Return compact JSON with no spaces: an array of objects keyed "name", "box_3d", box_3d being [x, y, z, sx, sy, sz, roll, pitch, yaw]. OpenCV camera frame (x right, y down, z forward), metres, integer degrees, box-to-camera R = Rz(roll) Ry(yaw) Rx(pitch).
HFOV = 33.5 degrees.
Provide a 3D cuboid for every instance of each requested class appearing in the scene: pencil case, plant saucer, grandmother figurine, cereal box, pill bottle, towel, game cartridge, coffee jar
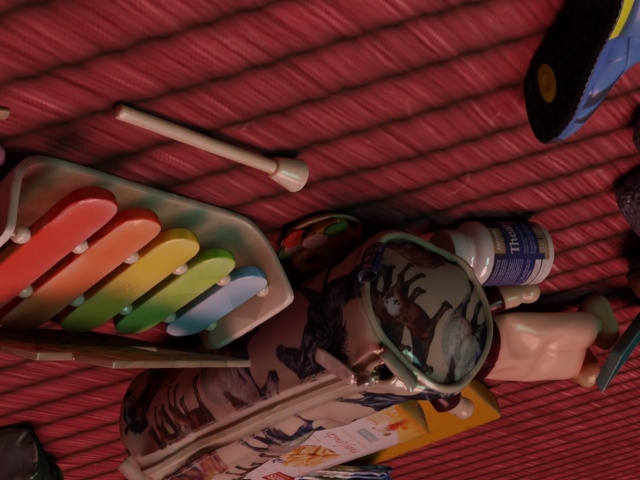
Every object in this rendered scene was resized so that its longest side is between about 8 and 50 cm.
[{"name":"pencil case","box_3d":[-0.034,0.139,1.061,0.410,0.160,0.183,-32,180,37]},{"name":"plant saucer","box_3d":[0.396,0.123,1.352,0.192,0.018,0.067,-35,148,-50]},{"name":"grandmother figurine","box_3d":[0.191,0.129,1.283,0.342,0.104,0.208,5,111,-29]},{"name":"cereal box","box_3d":[0.002,0.246,1.359,0.240,0.047,0.173,-22,150,12]},{"name":"pill bottle","box_3d":[0.171,0.013,1.076,0.120,0.067,0.067,0,149,-29]},{"name":"towel","box_3d":[-0.050,0.372,1.603,0.285,0.034,0.209,3,157,-13]},{"name":"game cartridge","box_3d":[0.081,0.241,1.493,0.285,0.052,0.323,-23,150,13]},{"name":"coffee jar","box_3d":[-0.370,0.294,1.299,0.096,0.079,0.184,-13,154,-7]}]

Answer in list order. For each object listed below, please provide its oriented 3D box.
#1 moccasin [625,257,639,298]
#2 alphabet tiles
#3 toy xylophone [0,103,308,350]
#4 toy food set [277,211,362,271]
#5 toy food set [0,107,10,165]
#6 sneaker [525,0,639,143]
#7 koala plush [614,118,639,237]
[{"name":"moccasin","box_3d":[0.485,0.088,1.307,0.139,0.147,0.380,-28,151,21]},{"name":"alphabet tiles","box_3d":[-0.205,0.091,0.922,0.198,0.009,0.237,7,177,29]},{"name":"toy xylophone","box_3d":[-0.150,0.002,0.860,0.323,0.081,0.236,9,143,-41]},{"name":"toy food set","box_3d":[0.000,0.000,1.007,0.083,0.020,0.082,-26,152,19]},{"name":"toy food set","box_3d":[-0.266,-0.053,0.755,0.078,0.019,0.122,4,147,-35]},{"name":"sneaker","box_3d":[0.219,-0.143,0.803,0.082,0.069,0.209,-12,153,-17]},{"name":"koala plush","box_3d":[0.413,-0.018,0.981,0.203,0.221,0.196,-17,153,1]}]
